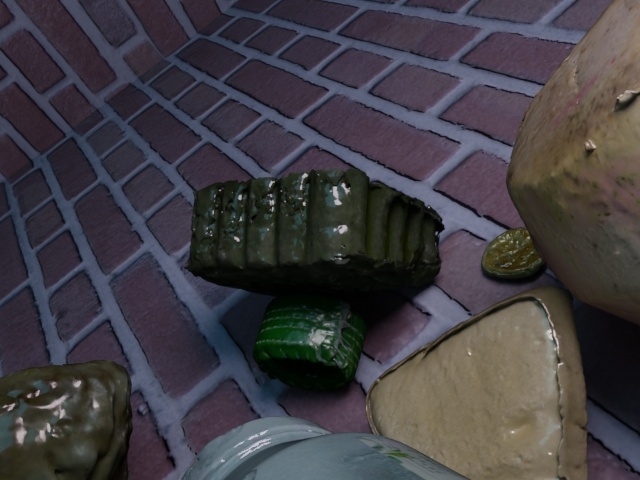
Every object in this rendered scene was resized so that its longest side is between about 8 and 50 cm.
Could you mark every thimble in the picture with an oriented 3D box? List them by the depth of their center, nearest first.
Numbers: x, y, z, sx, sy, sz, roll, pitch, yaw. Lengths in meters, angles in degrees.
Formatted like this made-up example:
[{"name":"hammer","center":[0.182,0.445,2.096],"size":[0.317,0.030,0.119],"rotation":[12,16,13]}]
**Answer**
[{"name":"thimble","center":[-0.011,0.121,0.745],"size":[0.130,0.118,0.090],"rotation":[-22,39,45]}]

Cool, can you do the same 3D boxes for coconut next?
[{"name":"coconut","center":[0.352,-0.068,0.513],"size":[0.353,0.352,0.352],"rotation":[-20,39,18]}]

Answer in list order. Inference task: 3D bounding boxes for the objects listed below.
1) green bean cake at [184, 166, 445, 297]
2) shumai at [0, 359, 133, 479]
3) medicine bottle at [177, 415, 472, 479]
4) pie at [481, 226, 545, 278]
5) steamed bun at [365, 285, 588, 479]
[{"name":"green bean cake","center":[0.000,0.000,0.761],"size":[0.255,0.241,0.132],"rotation":[-3,78,32]},{"name":"shumai","center":[-0.301,0.313,0.659],"size":[0.330,0.292,0.288],"rotation":[-35,67,1]},{"name":"medicine bottle","center":[0.011,0.257,0.445],"size":[0.245,0.245,0.290],"rotation":[-48,20,-17]},{"name":"pie","center":[0.236,0.017,0.752],"size":[0.084,0.021,0.084],"rotation":[-23,35,18]},{"name":"steamed bun","center":[0.161,0.181,0.560],"size":[0.231,0.110,0.212],"rotation":[-37,47,33]}]
